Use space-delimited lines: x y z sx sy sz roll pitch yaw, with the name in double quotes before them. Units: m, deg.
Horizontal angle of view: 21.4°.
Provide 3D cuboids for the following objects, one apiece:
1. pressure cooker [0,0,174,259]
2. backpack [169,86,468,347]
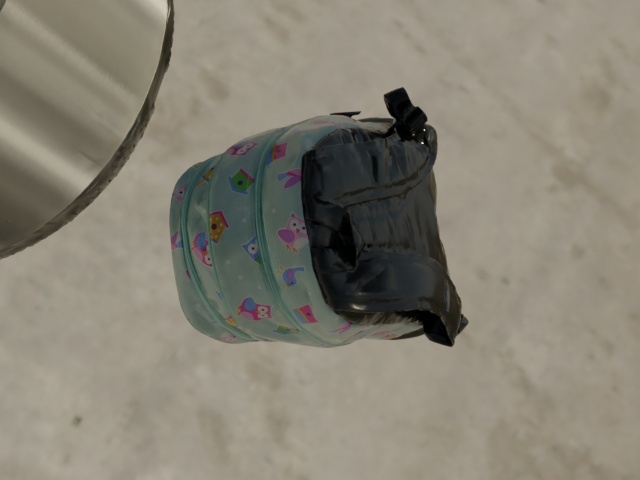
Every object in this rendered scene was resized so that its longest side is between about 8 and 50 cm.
"pressure cooker" -0.332 -0.193 1.132 0.420 0.370 0.375 38 43 -61
"backpack" 0.000 0.000 0.935 0.182 0.115 0.152 -8 82 -65
